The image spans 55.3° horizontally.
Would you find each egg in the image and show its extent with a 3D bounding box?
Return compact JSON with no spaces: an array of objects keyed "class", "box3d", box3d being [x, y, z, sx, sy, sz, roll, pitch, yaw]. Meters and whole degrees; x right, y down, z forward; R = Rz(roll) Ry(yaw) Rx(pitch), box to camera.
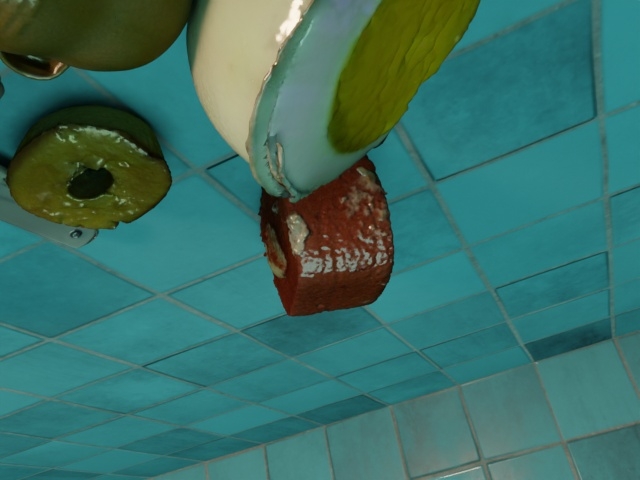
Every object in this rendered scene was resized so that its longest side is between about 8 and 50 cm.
[{"class":"egg","box3d":[0.002,-0.193,0.496,0.286,0.174,0.264,-52,164,16]}]

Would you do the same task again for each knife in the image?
[{"class":"knife","box3d":[-0.369,-0.055,0.721,0.073,0.040,0.265,-29,147,14]}]

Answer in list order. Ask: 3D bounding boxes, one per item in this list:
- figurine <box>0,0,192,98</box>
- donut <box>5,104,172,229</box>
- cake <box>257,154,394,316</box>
[{"class":"figurine","box3d":[-0.212,-0.209,0.384,0.285,0.167,0.342,24,157,-36]},{"class":"donut","box3d":[-0.260,-0.084,0.692,0.178,0.065,0.162,-23,144,20]},{"class":"cake","box3d":[0.000,0.000,0.822,0.151,0.177,0.283,-5,152,-12]}]
